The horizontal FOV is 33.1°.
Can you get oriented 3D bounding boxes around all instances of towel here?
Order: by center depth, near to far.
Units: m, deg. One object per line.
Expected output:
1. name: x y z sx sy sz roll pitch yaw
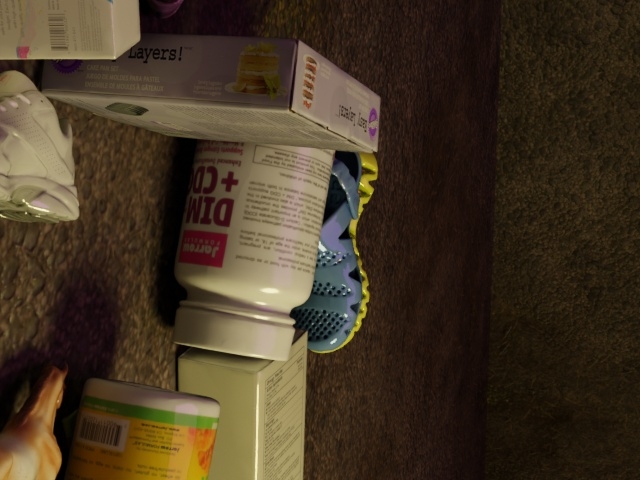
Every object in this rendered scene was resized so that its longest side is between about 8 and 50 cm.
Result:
1. towel: -0.239 0.202 1.090 0.060 0.009 0.083 -49 141 -56

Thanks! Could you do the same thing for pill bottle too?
1. pill bottle: -0.185 0.264 1.042 0.136 0.136 0.245 30 69 -69
2. pill bottle: -0.078 -0.013 1.229 0.160 0.160 0.283 24 74 -69

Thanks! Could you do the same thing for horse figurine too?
1. horse figurine: -0.280 0.214 0.902 0.263 0.066 0.174 -18 122 -71

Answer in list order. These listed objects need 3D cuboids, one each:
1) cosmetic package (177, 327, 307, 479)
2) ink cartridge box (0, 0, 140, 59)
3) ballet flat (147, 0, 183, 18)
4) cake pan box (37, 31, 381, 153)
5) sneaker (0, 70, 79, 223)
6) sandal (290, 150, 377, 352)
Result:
1. cosmetic package: -0.097 0.272 1.356 0.160 0.113 0.309 -33 127 -65
2. ink cartridge box: -0.220 -0.191 0.825 0.090 0.143 0.092 -79 170 -70
3. ballet flat: -0.147 -0.306 1.114 0.052 0.057 0.168 126 -17 -71
4. cake pan box: -0.090 -0.137 1.027 0.267 0.246 0.070 11 87 -69
5. sneaker: -0.262 -0.081 0.836 0.232 0.090 0.115 31 61 -78
6. sandal: 0.000 0.000 1.530 0.138 0.126 0.317 21 70 -66
